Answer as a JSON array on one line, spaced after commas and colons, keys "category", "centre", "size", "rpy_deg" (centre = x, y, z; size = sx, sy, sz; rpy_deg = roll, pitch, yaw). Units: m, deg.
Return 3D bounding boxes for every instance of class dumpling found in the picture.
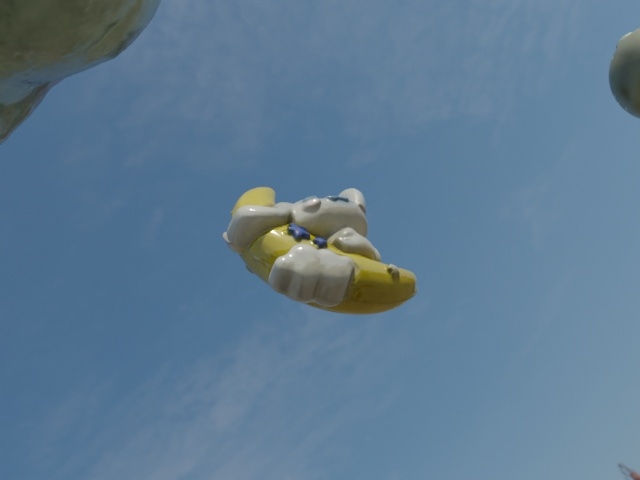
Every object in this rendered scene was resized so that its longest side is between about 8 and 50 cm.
[{"category": "dumpling", "centre": [-0.158, -0.129, 0.398], "size": [0.149, 0.105, 0.216], "rpy_deg": [-39, -4, 3]}]

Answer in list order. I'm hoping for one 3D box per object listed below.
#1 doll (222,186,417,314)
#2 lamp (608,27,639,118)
[{"category": "doll", "centre": [0.000, 0.000, 0.948], "size": [0.252, 0.237, 0.111], "rpy_deg": [0, -61, -36]}, {"category": "lamp", "centre": [0.321, -0.173, 0.763], "size": [0.163, 0.090, 0.091], "rpy_deg": [-70, 3, -64]}]
